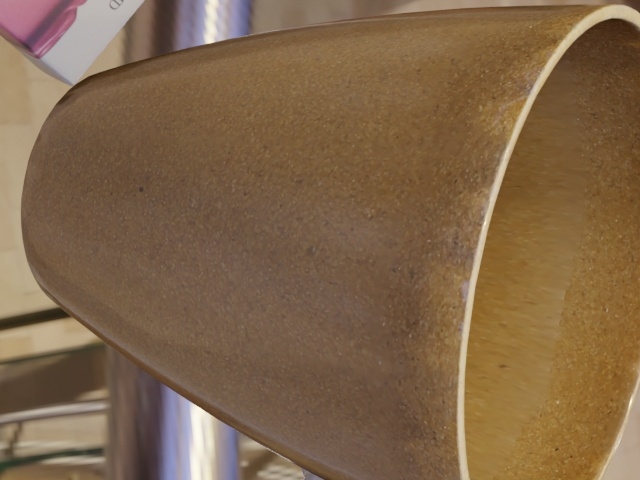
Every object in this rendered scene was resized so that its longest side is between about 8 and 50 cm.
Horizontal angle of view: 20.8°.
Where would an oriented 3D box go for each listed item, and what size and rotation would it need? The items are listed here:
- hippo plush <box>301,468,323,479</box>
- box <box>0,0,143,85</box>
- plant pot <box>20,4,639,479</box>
[{"bbox_3d":[0.059,0.133,1.093,0.234,0.294,0.236,1,73,-19],"label":"hippo plush"},{"bbox_3d":[-0.246,-0.253,1.365,0.232,0.127,0.148,40,87,-24],"label":"box"},{"bbox_3d":[0.000,0.000,0.787,0.237,0.254,0.237,-31,126,-56],"label":"plant pot"}]
